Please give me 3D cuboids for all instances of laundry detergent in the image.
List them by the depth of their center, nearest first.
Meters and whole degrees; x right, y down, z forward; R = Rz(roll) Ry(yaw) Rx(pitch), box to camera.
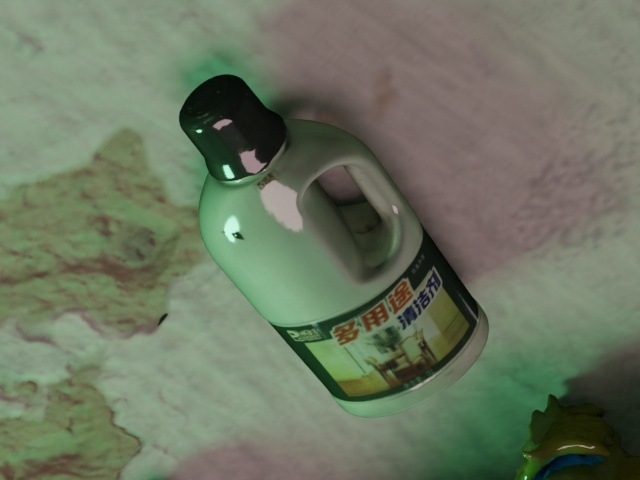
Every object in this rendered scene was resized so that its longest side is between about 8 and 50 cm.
[{"bbox_3d":[0.000,0.000,0.827,0.099,0.070,0.226,-24,130,16],"label":"laundry detergent"}]

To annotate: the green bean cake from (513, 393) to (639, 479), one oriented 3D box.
[{"bbox_3d":[0.124,0.240,0.975,0.285,0.202,0.310,21,108,11],"label":"green bean cake"}]
